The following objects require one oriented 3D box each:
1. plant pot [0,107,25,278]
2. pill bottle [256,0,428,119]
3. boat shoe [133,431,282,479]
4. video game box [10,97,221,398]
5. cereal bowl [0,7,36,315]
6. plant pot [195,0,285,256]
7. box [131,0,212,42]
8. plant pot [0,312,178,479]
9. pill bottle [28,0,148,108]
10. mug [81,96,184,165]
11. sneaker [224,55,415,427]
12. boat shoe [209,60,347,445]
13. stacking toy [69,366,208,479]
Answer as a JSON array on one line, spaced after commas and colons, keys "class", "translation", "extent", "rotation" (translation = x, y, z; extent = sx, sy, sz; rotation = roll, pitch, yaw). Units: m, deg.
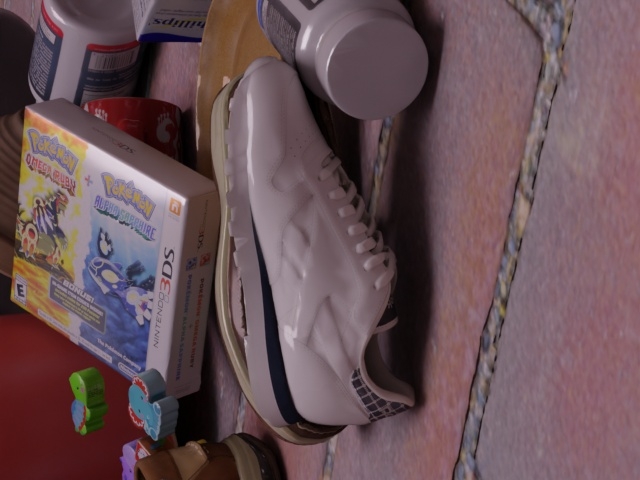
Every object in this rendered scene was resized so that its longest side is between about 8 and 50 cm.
[{"class": "plant pot", "translation": [-0.255, -0.049, 1.758], "extent": [0.109, 0.237, 0.237], "rotation": [-58, 30, 17]}, {"class": "pill bottle", "translation": [0.014, -0.129, 1.159], "extent": [0.137, 0.078, 0.078], "rotation": [-125, 38, -59]}, {"class": "boat shoe", "translation": [-0.086, 0.308, 1.396], "extent": [0.122, 0.120, 0.324], "rotation": [131, 135, -62]}, {"class": "video game box", "translation": [-0.170, 0.006, 1.517], "extent": [0.205, 0.048, 0.187], "rotation": [29, 120, 36]}, {"class": "cereal bowl", "translation": [-0.390, -0.076, 1.984], "extent": [0.339, 0.141, 0.338], "rotation": [-1, -90, -72]}, {"class": "plant pot", "translation": [-0.051, -0.090, 1.418], "extent": [0.236, 0.032, 0.236], "rotation": [179, 90, -72]}, {"class": "box", "translation": [-0.111, -0.249, 1.523], "extent": [0.137, 0.072, 0.126], "rotation": [126, 139, -59]}, {"class": "plant pot", "translation": [-0.256, 0.177, 1.633], "extent": [0.275, 0.243, 0.274], "rotation": [165, 90, -81]}, {"class": "pill bottle", "translation": [-0.228, -0.176, 1.809], "extent": [0.180, 0.108, 0.108], "rotation": [113, 150, -49]}, {"class": "mug", "translation": [-0.159, -0.038, 1.640], "extent": [0.150, 0.113, 0.169], "rotation": [-15, 71, 55]}, {"class": "sneaker", "translation": [0.000, 0.000, 1.141], "extent": [0.090, 0.095, 0.235], "rotation": [-43, -54, -65]}, {"class": "boat shoe", "translation": [-0.017, 0.004, 1.225], "extent": [0.095, 0.095, 0.257], "rotation": [-25, 75, 57]}, {"class": "stacking toy", "translation": [-0.136, 0.153, 1.458], "extent": [0.052, 0.167, 0.221], "rotation": [45, 138, 31]}]
